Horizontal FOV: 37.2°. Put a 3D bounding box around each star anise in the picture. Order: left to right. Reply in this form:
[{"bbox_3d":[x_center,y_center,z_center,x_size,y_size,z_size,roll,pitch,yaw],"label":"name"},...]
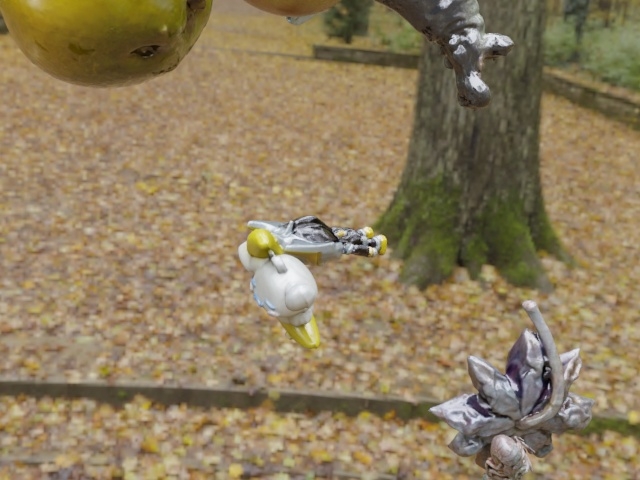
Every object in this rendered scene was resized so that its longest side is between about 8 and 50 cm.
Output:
[{"bbox_3d":[0.250,0.200,1.192,0.230,0.262,0.081,4,31,-12],"label":"star anise"}]

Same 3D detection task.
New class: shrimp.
[{"bbox_3d":[0.144,0.171,0.727,0.038,0.092,0.029,-22,58,-17],"label":"shrimp"}]

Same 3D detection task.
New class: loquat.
[{"bbox_3d":[-0.231,-0.261,0.938,0.246,0.213,0.213,16,17,11],"label":"loquat"}]

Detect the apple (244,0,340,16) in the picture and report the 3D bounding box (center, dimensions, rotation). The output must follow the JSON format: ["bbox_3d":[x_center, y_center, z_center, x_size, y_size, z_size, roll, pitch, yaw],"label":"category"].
[{"bbox_3d":[-0.030,-0.405,1.199,0.236,0.237,0.207,1,-26,-18],"label":"apple"}]

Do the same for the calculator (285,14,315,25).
[{"bbox_3d":[0.040,-0.519,1.780,0.042,0.303,0.188,43,-11,6],"label":"calculator"}]

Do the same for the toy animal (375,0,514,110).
[{"bbox_3d":[0.217,-0.396,1.642,0.343,0.168,0.106,49,-3,3],"label":"toy animal"}]

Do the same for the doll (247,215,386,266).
[{"bbox_3d":[-0.003,-0.001,1.985,0.316,0.103,0.145,-1,46,-38],"label":"doll"}]

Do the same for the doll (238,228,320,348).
[{"bbox_3d":[-0.070,0.083,1.706,0.111,0.237,0.252,-24,51,-12],"label":"doll"}]
